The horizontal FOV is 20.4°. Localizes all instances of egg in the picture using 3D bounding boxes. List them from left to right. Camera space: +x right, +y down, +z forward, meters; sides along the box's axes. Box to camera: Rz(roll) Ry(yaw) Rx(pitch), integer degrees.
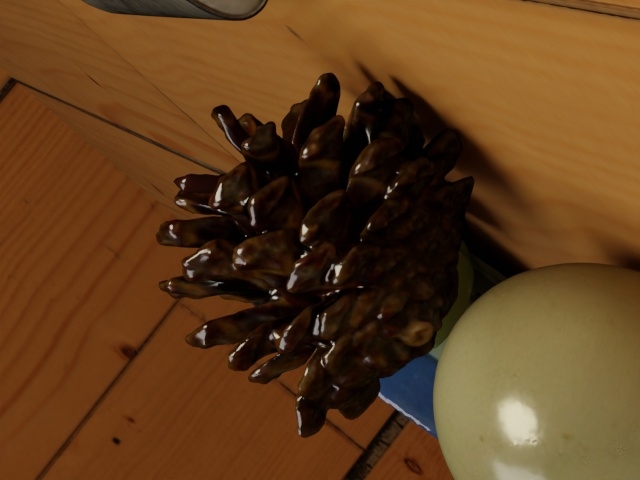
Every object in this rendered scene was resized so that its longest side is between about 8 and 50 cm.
[{"bbox_3d":[0.189,0.121,1.103,0.254,0.188,0.188,31,174,-6],"label":"egg"}]

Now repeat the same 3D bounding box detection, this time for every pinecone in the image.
[{"bbox_3d":[-0.002,-0.001,1.175,0.201,0.229,0.202,25,-167,4],"label":"pinecone"}]

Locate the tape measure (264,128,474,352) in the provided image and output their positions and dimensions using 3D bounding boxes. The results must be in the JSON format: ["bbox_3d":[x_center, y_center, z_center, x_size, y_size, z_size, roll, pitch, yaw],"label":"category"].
[{"bbox_3d":[0.037,0.018,1.326,0.154,0.177,0.087,22,167,27],"label":"tape measure"}]

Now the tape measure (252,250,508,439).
[{"bbox_3d":[0.087,0.076,1.486,0.259,0.138,0.262,35,178,-8],"label":"tape measure"}]

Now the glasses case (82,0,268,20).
[{"bbox_3d":[-0.123,-0.192,1.172,0.114,0.060,0.299,41,173,-21],"label":"glasses case"}]
